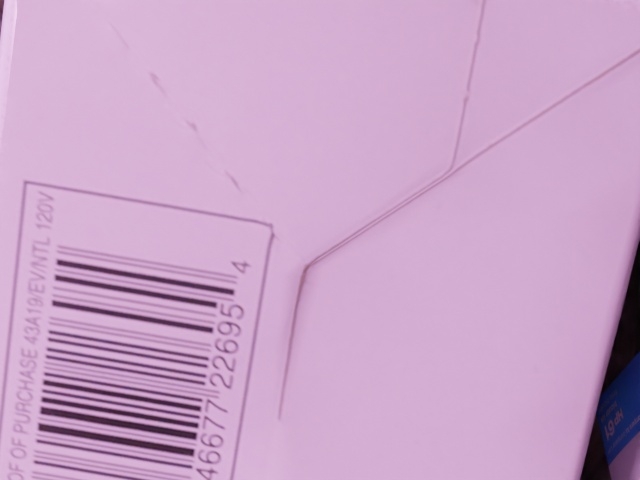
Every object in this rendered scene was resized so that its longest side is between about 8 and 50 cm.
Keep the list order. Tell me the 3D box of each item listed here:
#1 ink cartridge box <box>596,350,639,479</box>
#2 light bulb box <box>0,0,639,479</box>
[{"bbox_3d":[0.160,0.104,0.676,0.052,0.088,0.122,118,149,-52],"label":"ink cartridge box"},{"bbox_3d":[0.000,0.000,0.796,0.361,0.225,0.358,-78,-2,-68],"label":"light bulb box"}]
